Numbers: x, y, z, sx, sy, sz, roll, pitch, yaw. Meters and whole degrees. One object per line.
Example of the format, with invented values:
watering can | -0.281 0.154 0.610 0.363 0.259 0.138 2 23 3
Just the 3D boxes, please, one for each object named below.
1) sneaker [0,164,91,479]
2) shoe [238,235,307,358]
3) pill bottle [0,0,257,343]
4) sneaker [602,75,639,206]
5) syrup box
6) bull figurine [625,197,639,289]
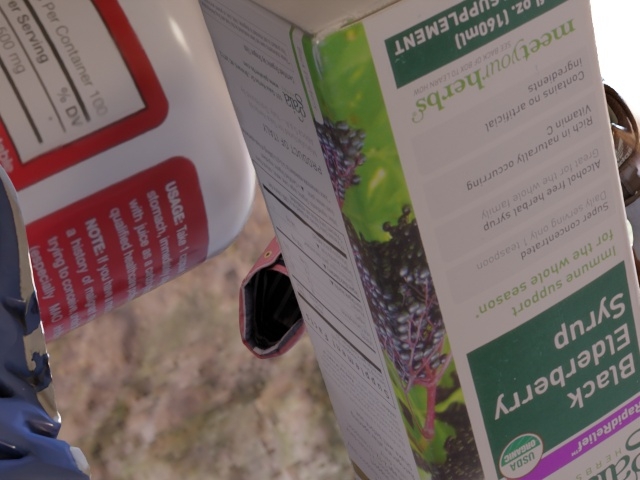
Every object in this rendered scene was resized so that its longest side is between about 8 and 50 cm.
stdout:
sneaker | -0.175 0.066 0.441 0.182 0.315 0.127 -1 -60 -23
shoe | 0.000 0.000 1.002 0.178 0.063 0.081 -64 -9 27
pill bottle | -0.185 -0.053 0.822 0.407 0.229 0.229 -27 -8 -18
sneaker | 0.069 -0.088 0.635 0.066 0.188 0.071 -50 -19 1
syrup box | 0.045 0.002 0.506 0.093 0.237 0.096 -28 33 -16
bull figurine | 0.179 0.035 0.795 0.310 0.188 0.101 -14 24 50
